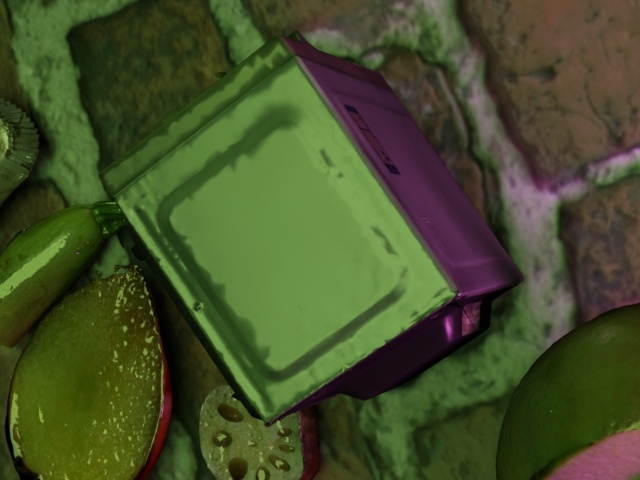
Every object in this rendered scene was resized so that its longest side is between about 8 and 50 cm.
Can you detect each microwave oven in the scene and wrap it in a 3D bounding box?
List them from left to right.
[{"bbox_3d":[0.000,0.000,1.338,0.218,0.355,0.286,-35,82,13],"label":"microwave oven"}]

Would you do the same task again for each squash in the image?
[{"bbox_3d":[-0.272,0.014,1.561,0.200,0.090,0.075,-44,48,-2],"label":"squash"}]

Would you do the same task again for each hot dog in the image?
[{"bbox_3d":[-0.367,-0.063,1.591,0.108,0.059,0.191,46,107,19],"label":"hot dog"}]

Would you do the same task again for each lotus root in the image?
[{"bbox_3d":[-0.058,0.193,1.497,0.112,0.081,0.122,-5,90,17],"label":"lotus root"}]

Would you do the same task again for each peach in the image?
[{"bbox_3d":[-0.223,0.153,1.550,0.189,0.068,0.279,28,99,21],"label":"peach"}]

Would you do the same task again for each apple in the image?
[{"bbox_3d":[0.234,0.147,1.353,0.265,0.120,0.193,-43,37,42],"label":"apple"}]
